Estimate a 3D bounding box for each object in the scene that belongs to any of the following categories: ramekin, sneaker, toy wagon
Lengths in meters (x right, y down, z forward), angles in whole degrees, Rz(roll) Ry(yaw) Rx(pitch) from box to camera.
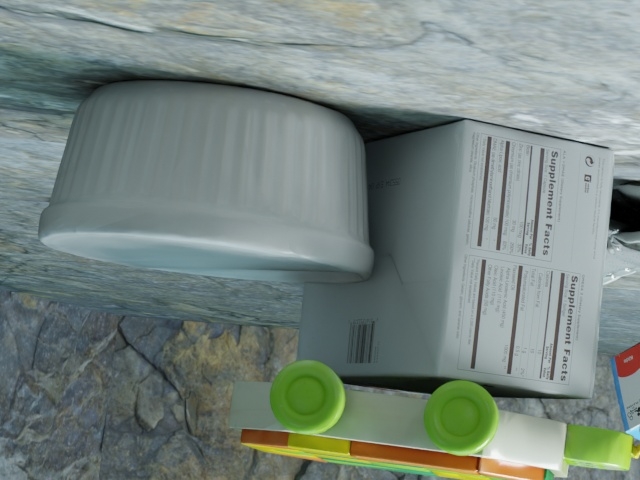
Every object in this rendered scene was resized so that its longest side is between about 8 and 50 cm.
[{"bbox_3d":[-0.085,-0.044,1.576,0.272,0.127,0.273,6,173,1],"label":"ramekin"},{"bbox_3d":[0.255,-0.013,1.773,0.228,0.086,0.132,-10,160,34],"label":"sneaker"},{"bbox_3d":[0.105,0.155,1.580,0.344,0.068,0.267,7,172,11],"label":"toy wagon"}]

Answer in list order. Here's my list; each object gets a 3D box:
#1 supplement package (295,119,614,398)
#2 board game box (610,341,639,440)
[{"bbox_3d":[0.106,0.024,1.640,0.145,0.204,0.262,9,173,-25],"label":"supplement package"},{"bbox_3d":[0.493,0.130,1.882,0.308,0.086,0.302,25,134,-35],"label":"board game box"}]
